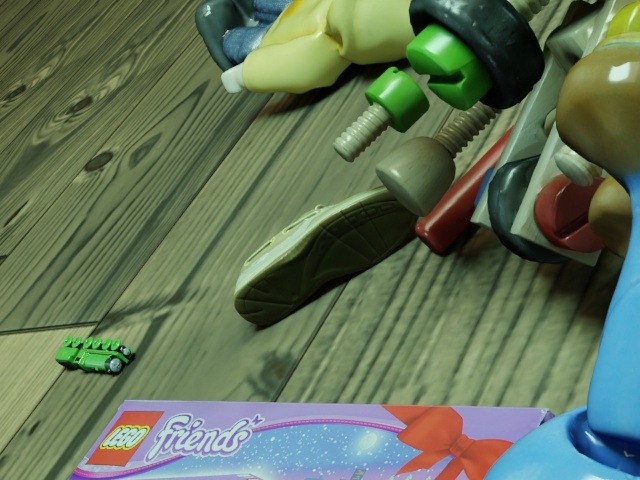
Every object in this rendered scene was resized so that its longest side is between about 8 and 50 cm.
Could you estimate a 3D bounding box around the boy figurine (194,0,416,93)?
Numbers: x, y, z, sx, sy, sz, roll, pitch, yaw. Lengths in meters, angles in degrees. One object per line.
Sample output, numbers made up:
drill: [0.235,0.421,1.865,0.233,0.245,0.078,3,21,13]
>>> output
boy figurine: [-0.010,-0.186,1.034,0.177,0.092,0.285,-42,24,-16]

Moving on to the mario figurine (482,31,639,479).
mario figurine: [0.050,0.105,0.335,0.170,0.198,0.321,-10,57,56]

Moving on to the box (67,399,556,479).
box: [-0.042,0.165,0.538,0.293,0.057,0.201,-6,40,45]

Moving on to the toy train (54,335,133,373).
toy train: [-0.164,0.083,0.863,0.083,0.017,0.024,-2,52,49]

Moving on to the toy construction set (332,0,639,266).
toy construction set: [0.113,-0.135,0.603,0.237,0.309,0.257,-45,72,-7]

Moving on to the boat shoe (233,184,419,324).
boat shoe: [0.000,0.000,0.763,0.135,0.050,0.045,-31,32,11]
